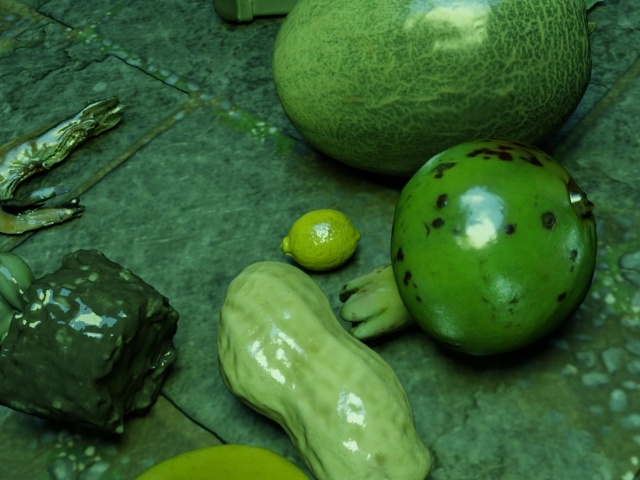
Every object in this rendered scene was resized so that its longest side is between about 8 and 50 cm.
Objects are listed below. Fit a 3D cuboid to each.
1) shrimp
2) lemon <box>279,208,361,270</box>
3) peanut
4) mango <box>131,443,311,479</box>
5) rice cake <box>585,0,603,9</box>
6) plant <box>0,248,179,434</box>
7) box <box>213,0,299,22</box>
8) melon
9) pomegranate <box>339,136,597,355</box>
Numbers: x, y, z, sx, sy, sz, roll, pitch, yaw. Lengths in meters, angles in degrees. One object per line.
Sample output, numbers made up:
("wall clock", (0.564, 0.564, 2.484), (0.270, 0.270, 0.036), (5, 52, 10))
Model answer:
("shrimp", (-0.306, -0.090, 1.069), (0.219, 0.046, 0.152), (-37, 52, -15))
("lemon", (0.000, 0.000, 0.922), (0.083, 0.062, 0.062), (-9, 48, 0))
("peanut", (-0.010, 0.121, 0.784), (0.124, 0.123, 0.256), (-29, 52, -14))
("mango", (-0.101, 0.229, 0.732), (0.191, 0.085, 0.122), (-29, 39, -26))
("rice cake", (0.235, -0.273, 1.126), (0.237, 0.043, 0.127), (-38, 54, -21))
("plant", (-0.270, 0.072, 0.853), (0.275, 0.146, 0.149), (13, 10, 24))
("box", (-0.080, -0.404, 1.238), (0.129, 0.148, 0.210), (0, 51, 0))
("melon", (0.112, -0.186, 0.939), (0.329, 0.248, 0.248), (-6, 48, 18))
("pomegranate", (0.126, 0.017, 0.816), (0.248, 0.202, 0.202), (-26, 43, 26))
